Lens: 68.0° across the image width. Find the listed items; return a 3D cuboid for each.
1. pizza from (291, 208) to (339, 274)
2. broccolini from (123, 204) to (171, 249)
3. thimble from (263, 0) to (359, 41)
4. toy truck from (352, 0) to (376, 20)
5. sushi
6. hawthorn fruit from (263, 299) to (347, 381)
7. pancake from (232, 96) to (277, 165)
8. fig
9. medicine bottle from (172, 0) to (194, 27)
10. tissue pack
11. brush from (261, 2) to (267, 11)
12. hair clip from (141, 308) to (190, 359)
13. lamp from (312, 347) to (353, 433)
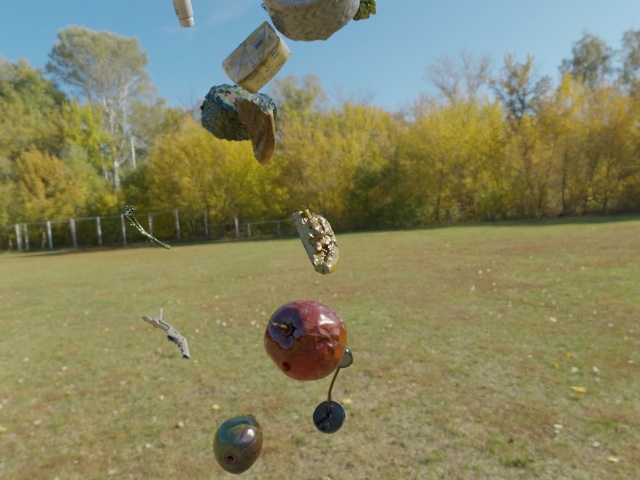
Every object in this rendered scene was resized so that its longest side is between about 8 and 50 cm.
[{"bbox_3d":[0.016,0.014,1.791,0.087,0.257,0.268,-27,-14,16],"label":"pizza"},{"bbox_3d":[-0.558,-0.034,1.512,0.052,0.194,0.054,-19,38,35],"label":"broccolini"},{"bbox_3d":[-0.025,-0.637,1.213,0.246,0.217,0.157,-22,-17,4],"label":"thimble"},{"bbox_3d":[0.168,-0.939,1.855,0.100,0.077,0.169,3,-16,14],"label":"toy truck"},{"bbox_3d":[-0.387,-0.604,2.210,0.294,0.178,0.352,36,36,19],"label":"sushi"},{"bbox_3d":[-0.061,0.269,1.355,0.242,0.241,0.272,-3,-28,39],"label":"hawthorn fruit"},{"bbox_3d":[-0.257,-0.434,1.799,0.057,0.244,0.266,-40,-9,-39],"label":"pancake"},{"bbox_3d":[-0.213,0.547,1.348,0.149,0.149,0.245,-4,8,9],"label":"fig"},{"bbox_3d":[-0.419,-0.705,1.452,0.052,0.089,0.052,-2,46,2],"label":"medicine bottle"},{"bbox_3d":[-0.181,-0.526,1.386,0.186,0.090,0.222,-41,6,11],"label":"tissue pack"},{"bbox_3d":[-0.193,-0.955,2.028,0.051,0.014,0.164,-21,-31,32],"label":"brush"},{"bbox_3d":[-0.486,0.304,1.558,0.226,0.034,0.072,35,43,22],"label":"hair clip"},{"bbox_3d":[0.038,0.470,1.557,0.130,0.370,0.108,2,29,4],"label":"lamp"}]
